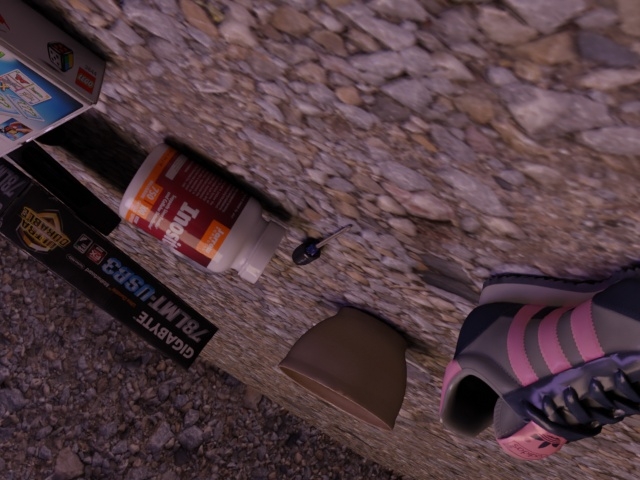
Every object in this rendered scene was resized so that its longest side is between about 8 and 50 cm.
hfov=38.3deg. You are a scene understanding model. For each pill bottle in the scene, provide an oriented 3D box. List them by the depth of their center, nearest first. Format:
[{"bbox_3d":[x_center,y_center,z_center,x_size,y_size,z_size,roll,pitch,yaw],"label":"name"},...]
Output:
[{"bbox_3d":[-0.114,-0.023,0.910,0.152,0.086,0.086,31,166,-5],"label":"pill bottle"}]

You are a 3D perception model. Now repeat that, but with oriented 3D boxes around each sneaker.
[{"bbox_3d":[0.187,0.098,0.625,0.112,0.131,0.319,34,166,-12],"label":"sneaker"},{"bbox_3d":[-0.328,-0.137,1.059,0.083,0.031,0.035,36,164,-23],"label":"sneaker"}]

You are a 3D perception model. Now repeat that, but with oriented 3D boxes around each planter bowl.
[{"bbox_3d":[0.043,0.152,1.153,0.162,0.109,0.162,28,165,8],"label":"planter bowl"}]

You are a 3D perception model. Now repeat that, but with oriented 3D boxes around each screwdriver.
[{"bbox_3d":[0.000,0.000,0.909,0.025,0.024,0.170,58,160,5],"label":"screwdriver"}]

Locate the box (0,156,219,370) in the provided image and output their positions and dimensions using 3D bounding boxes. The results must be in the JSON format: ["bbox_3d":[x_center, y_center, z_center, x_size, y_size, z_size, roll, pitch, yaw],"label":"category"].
[{"bbox_3d":[-0.297,0.007,1.095,0.293,0.073,0.295,44,168,-37],"label":"box"}]

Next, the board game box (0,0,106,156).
[{"bbox_3d":[-0.349,-0.171,0.723,0.193,0.053,0.305,-18,142,34],"label":"board game box"}]

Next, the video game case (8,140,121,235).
[{"bbox_3d":[-0.380,-0.134,1.069,0.275,0.035,0.248,35,170,31],"label":"video game case"}]
